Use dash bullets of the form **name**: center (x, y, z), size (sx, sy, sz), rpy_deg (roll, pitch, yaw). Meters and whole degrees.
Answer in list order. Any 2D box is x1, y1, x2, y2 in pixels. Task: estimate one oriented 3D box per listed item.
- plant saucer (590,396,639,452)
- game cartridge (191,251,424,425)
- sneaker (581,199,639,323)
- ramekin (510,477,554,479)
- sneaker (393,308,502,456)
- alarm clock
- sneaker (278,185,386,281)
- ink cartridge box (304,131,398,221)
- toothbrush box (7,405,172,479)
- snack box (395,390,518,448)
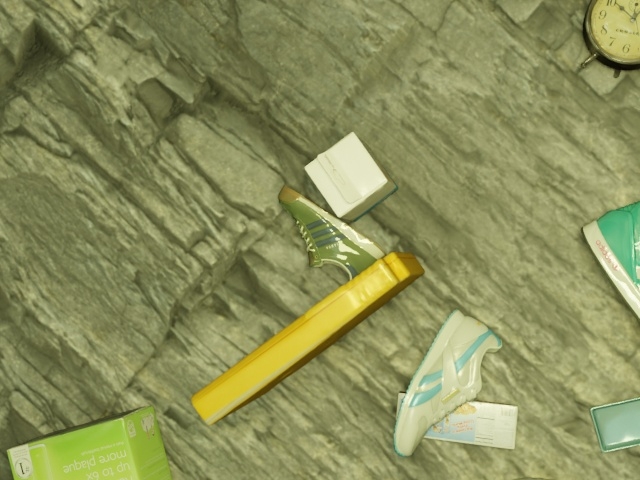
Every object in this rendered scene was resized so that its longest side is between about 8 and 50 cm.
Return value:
- **plant saucer**: center (0.491, 0.250, 1.195), size (0.192, 0.018, 0.067), rpy_deg (-16, 85, 12)
- **game cartridge**: center (-0.003, 0.125, 1.166), size (0.323, 0.285, 0.053), rpy_deg (-39, 82, 8)
- **sneaker**: center (0.517, 0.056, 1.141), size (0.178, 0.124, 0.295), rpy_deg (-37, 80, 23)
- **ramekin**: center (0.306, 0.471, 1.168), size (0.277, 0.135, 0.277), rpy_deg (0, 88, 13)
- **sneaker**: center (0.179, 0.216, 1.209), size (0.092, 0.087, 0.229), rpy_deg (29, 82, 13)
- **alarm clock**: center (0.450, -0.330, 1.195), size (0.129, 0.064, 0.192), rpy_deg (15, 95, 12)
- **sneaker**: center (0.000, 0.000, 1.279), size (0.192, 0.064, 0.086), rpy_deg (34, 90, 8)
- **ink cartridge box**: center (0.047, -0.092, 1.232), size (0.090, 0.143, 0.092), rpy_deg (-36, 82, 9)
- **toothbrush box**: center (-0.341, 0.429, 1.312), size (0.206, 0.122, 0.283), rpy_deg (-16, 87, 11)
- **snack box**: center (0.203, 0.269, 1.252), size (0.178, 0.022, 0.064), rpy_deg (5, 89, 12)
